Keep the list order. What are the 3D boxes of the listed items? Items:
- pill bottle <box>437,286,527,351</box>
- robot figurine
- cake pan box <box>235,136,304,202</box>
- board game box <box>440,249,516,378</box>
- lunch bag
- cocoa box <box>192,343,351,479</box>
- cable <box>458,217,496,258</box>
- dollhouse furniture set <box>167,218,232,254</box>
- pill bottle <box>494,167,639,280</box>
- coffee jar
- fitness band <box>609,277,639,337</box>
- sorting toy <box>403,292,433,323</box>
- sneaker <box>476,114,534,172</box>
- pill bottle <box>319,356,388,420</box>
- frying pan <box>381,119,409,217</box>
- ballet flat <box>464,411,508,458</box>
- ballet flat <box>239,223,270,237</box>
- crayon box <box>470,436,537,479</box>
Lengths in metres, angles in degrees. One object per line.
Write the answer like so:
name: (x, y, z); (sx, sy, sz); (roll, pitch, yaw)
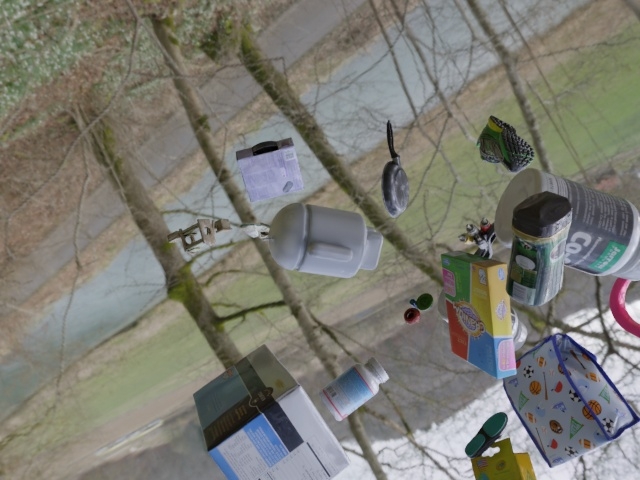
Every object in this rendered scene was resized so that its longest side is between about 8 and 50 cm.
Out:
pill bottle: (0.574, 0.270, 1.948); (0.176, 0.319, 0.176); (-41, -151, 28)
robot figurine: (0.000, 0.000, 1.634); (0.354, 0.199, 0.300); (9, -172, -14)
cake pan box: (-0.211, -0.296, 2.352); (0.246, 0.070, 0.266); (-17, 139, -3)
board game box: (0.446, 0.202, 1.587); (0.064, 0.316, 0.242); (-11, -170, -16)
lunch bag: (0.881, 0.567, 2.029); (0.239, 0.385, 0.328); (-12, 148, -36)
cocoa box: (-0.129, 0.429, 1.286); (0.228, 0.231, 0.347); (-34, -167, -13)
cable: (0.551, -0.005, 1.883); (0.139, 0.072, 0.287); (-36, 155, 10)
dollhouse furniture set: (-0.443, -0.003, 2.080); (0.182, 0.101, 0.161); (-23, 169, 34)
pill bottle: (0.635, -0.032, 1.365); (0.361, 0.204, 0.204); (17, 165, -8)
coffee jar: (0.362, 0.013, 0.926); (0.096, 0.184, 0.079); (-30, -140, -28)
fitness band: (0.904, 0.173, 1.475); (0.054, 0.209, 0.291); (6, -167, -25)
sorting toy: (0.272, 0.189, 1.522); (0.102, 0.061, 0.042); (-43, 129, 8)
sneaker: (0.670, -0.327, 2.041); (0.343, 0.134, 0.146); (-89, -158, -58)
pill bottle: (0.083, 0.355, 1.346); (0.160, 0.087, 0.087); (-35, 175, -6)
frying pan: (0.272, -0.237, 1.946); (0.053, 0.326, 0.197); (-2, 156, 30)
ballet flat: (0.579, 0.671, 1.913); (0.203, 0.074, 0.074); (-51, 170, 10)
ballet flat: (-0.231, -0.034, 2.046); (0.057, 0.052, 0.168); (-14, 174, 32)
crayon box: (0.635, 0.849, 1.874); (0.081, 0.318, 0.202); (12, 144, -32)
